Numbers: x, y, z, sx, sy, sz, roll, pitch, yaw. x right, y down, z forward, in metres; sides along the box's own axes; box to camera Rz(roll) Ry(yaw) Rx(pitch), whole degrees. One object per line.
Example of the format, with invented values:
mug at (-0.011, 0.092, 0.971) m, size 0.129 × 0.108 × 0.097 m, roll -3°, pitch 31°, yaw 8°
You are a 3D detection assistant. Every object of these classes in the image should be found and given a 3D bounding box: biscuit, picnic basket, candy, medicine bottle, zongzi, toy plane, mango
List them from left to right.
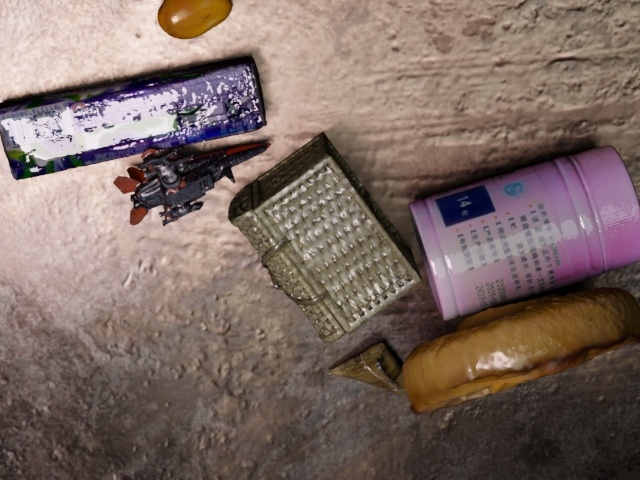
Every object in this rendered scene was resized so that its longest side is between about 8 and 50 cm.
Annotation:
candy at (-0.221, -0.145, 1.856) m, size 0.312 × 0.061 × 0.088 m, roll -11°, pitch 109°, yaw 0°
mango at (-0.145, -0.266, 1.836) m, size 0.089 × 0.046 × 0.060 m, roll -13°, pitch 110°, yaw -14°
toy plane at (-0.146, -0.076, 1.876) m, size 0.189 × 0.061 × 0.130 m, roll -16°, pitch 138°, yaw 0°
picnic basket at (0.000, 0.000, 1.881) m, size 0.154 × 0.134 × 0.196 m, roll -35°, pitch 107°, yaw 8°
zongzi at (0.064, 0.175, 1.990) m, size 0.083 × 0.040 × 0.076 m, roll -31°, pitch 114°, yaw 17°
biscuit at (0.234, 0.122, 1.863) m, size 0.296 × 0.296 × 0.102 m, roll -19°, pitch 81°, yaw 1°
medicine bottle at (0.246, -0.010, 1.886) m, size 0.254 × 0.152 × 0.152 m, roll -17°, pitch 107°, yaw 0°
